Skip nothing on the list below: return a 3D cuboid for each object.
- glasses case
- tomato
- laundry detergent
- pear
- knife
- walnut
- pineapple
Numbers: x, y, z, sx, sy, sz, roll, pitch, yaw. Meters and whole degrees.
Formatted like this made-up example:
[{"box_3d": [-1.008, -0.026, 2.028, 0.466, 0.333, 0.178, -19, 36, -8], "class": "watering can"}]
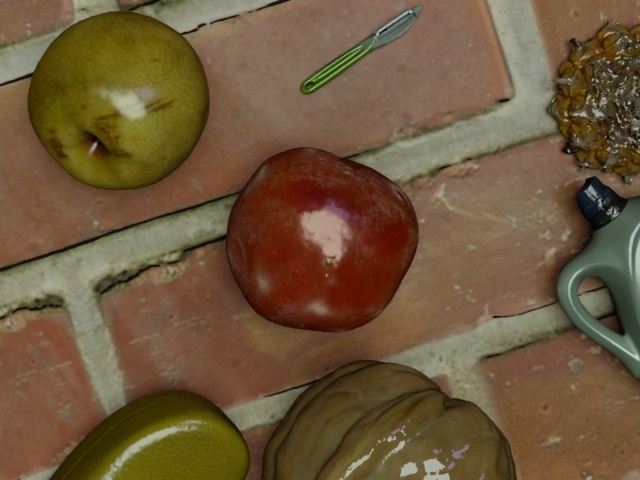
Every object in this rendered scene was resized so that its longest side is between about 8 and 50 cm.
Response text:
[{"box_3d": [-0.250, 0.339, 1.515, 0.173, 0.141, 0.371, 37, 88, -22], "class": "glasses case"}, {"box_3d": [-0.001, 0.004, 1.503, 0.232, 0.188, 0.232, 0, 93, -4], "class": "tomato"}, {"box_3d": [0.409, 0.044, 1.596, 0.280, 0.105, 0.215, 44, 89, -9], "class": "laundry detergent"}, {"box_3d": [-0.229, -0.167, 1.465, 0.209, 0.209, 0.209, 0, 93, -7], "class": "pear"}, {"box_3d": [0.053, -0.237, 1.580, 0.184, 0.026, 0.022, -34, 57, -2], "class": "knife"}, {"box_3d": [0.075, 0.285, 1.486, 0.296, 0.285, 0.285, 35, 88, 34], "class": "walnut"}, {"box_3d": [0.394, -0.178, 1.600, 0.225, 0.076, 0.225, 0, 92, -9], "class": "pineapple"}]
